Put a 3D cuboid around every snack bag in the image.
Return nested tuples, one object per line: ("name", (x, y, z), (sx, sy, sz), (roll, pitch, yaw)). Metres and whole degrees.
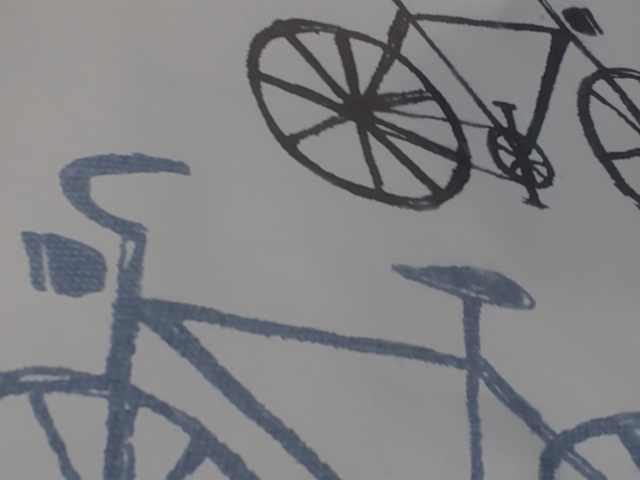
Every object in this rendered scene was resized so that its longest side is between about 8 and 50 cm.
("snack bag", (0.000, 0.000, 0.454), (0.323, 0.342, 0.037), (5, -40, -36))
